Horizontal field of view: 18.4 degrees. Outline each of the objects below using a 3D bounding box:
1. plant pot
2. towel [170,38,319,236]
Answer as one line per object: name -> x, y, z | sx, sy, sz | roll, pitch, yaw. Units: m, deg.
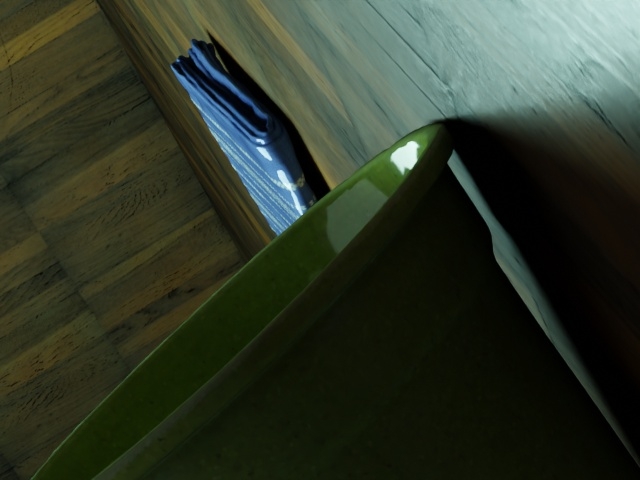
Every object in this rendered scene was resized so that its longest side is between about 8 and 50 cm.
plant pot -> 0.036, 0.131, 0.897 | 0.254, 0.276, 0.276 | 47, 176, -6
towel -> 0.000, 0.000, 1.621 | 0.336, 0.040, 0.243 | 58, 174, -29
